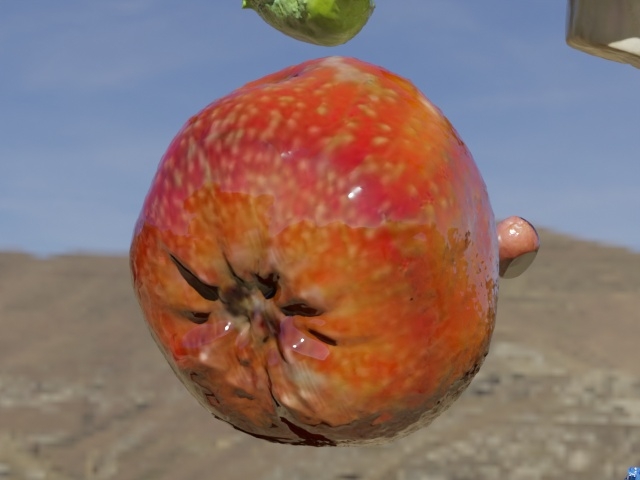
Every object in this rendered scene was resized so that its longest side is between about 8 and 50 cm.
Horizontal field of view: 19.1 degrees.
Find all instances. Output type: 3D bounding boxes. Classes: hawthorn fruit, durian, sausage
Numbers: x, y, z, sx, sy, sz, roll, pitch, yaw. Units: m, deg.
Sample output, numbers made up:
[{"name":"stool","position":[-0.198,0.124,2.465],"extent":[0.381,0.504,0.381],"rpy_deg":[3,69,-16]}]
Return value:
[{"name":"hawthorn fruit","position":[0.000,0.000,1.377],"extent":[0.275,0.275,0.300],"rpy_deg":[1,32,5]},{"name":"durian","position":[-0.011,-0.299,2.323],"extent":[0.139,0.101,0.250],"rpy_deg":[31,-7,-38]},{"name":"sausage","position":[0.224,0.007,2.248],"extent":[0.059,0.054,0.094],"rpy_deg":[-13,-24,-21]}]

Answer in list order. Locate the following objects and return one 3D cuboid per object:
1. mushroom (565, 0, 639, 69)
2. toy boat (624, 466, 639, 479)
[{"name":"mushroom","position":[0.296,-0.383,1.956],"extent":[0.353,0.353,0.325],"rpy_deg":[-2,-22,41]},{"name":"toy boat","position":[0.421,0.253,2.085],"extent":[0.175,0.110,0.091],"rpy_deg":[7,20,17]}]
